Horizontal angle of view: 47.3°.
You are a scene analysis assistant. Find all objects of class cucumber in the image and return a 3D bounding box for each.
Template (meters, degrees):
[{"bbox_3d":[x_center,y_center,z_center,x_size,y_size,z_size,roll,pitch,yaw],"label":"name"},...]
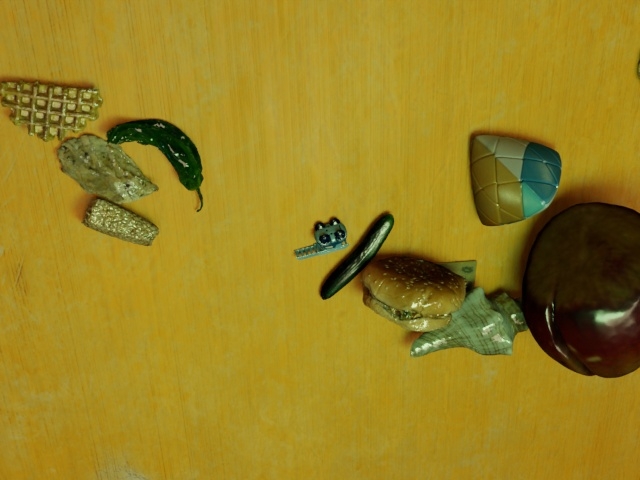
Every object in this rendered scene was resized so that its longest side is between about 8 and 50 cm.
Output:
[{"bbox_3d":[0.093,0.047,1.838,0.056,0.056,0.284,34,103,-25],"label":"cucumber"}]

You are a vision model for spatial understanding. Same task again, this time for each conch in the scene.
[{"bbox_3d":[0.425,0.220,1.927,0.386,0.169,0.203,-16,93,-23],"label":"conch"}]

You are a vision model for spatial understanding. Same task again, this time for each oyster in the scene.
[{"bbox_3d":[-0.473,-0.145,1.594,0.133,0.072,0.209,-41,115,3],"label":"oyster"}]

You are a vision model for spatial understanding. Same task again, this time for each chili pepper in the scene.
[{"bbox_3d":[-0.331,-0.180,1.616,0.122,0.065,0.279,-43,117,9],"label":"chili pepper"}]

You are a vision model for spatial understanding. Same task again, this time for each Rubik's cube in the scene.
[{"bbox_3d":[0.477,-0.186,1.796,0.254,0.254,0.254,-6,116,-12],"label":"Rubik's cube"}]

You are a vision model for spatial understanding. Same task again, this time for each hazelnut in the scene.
[{"bbox_3d":[0.710,0.116,1.819,0.402,0.429,0.402,8,148,5],"label":"hazelnut"}]

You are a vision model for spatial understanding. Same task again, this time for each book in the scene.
[{"bbox_3d":[0.331,0.145,1.968,0.168,0.013,0.192,-3,114,-13],"label":"book"}]

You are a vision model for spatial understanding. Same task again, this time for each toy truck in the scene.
[{"bbox_3d":[0.000,0.000,1.792,0.136,0.063,0.074,-14,136,-5],"label":"toy truck"}]

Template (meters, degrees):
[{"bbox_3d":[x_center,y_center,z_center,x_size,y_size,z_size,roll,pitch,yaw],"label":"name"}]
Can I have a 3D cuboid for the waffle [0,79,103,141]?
[{"bbox_3d":[-0.555,-0.289,1.518,0.192,0.046,0.160,-27,118,-2],"label":"waffle"}]

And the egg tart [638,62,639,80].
[{"bbox_3d":[0.845,-0.436,1.810,0.130,0.052,0.130,-7,118,-13],"label":"egg tart"}]

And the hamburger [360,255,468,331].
[{"bbox_3d":[0.236,0.130,1.808,0.286,0.243,0.146,9,109,-21],"label":"hamburger"}]

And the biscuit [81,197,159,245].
[{"bbox_3d":[-0.449,-0.037,1.647,0.168,0.082,0.070,24,82,-23],"label":"biscuit"}]
